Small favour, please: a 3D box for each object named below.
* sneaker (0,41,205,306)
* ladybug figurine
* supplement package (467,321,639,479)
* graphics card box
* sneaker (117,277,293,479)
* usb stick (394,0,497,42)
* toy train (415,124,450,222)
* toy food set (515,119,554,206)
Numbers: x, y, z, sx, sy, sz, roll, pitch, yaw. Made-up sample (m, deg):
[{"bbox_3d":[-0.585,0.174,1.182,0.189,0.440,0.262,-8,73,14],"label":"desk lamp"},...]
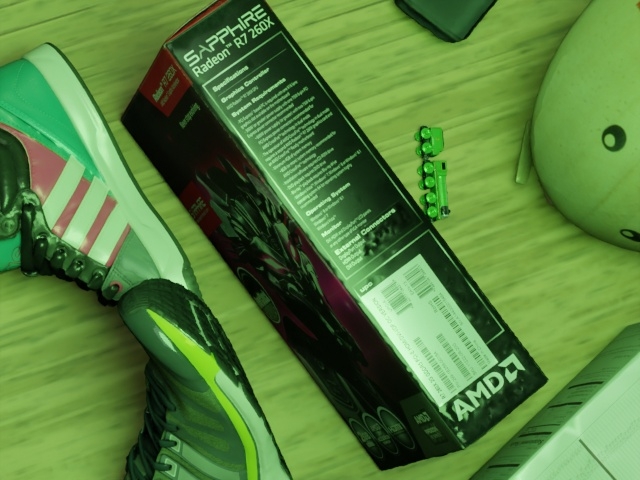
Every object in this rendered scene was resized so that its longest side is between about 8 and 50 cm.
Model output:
[{"bbox_3d":[-0.216,0.008,1.535,0.178,0.124,0.295,-28,81,-18],"label":"sneaker"},{"bbox_3d":[0.391,-0.131,1.598,0.449,0.162,0.305,-27,124,-7],"label":"ladybug figurine"},{"bbox_3d":[0.228,0.189,1.588,0.244,0.134,0.139,-41,91,-14],"label":"supplement package"},{"bbox_3d":[0.000,0.000,1.524,0.094,0.233,0.371,-38,91,-18],"label":"graphics card box"},{"bbox_3d":[-0.097,0.156,1.487,0.121,0.111,0.300,-25,127,-4],"label":"sneaker"},{"bbox_3d":[0.168,-0.284,1.633,0.077,0.045,0.278,39,106,-2],"label":"usb stick"},{"bbox_3d":[0.095,-0.056,1.661,0.024,0.017,0.083,-2,82,-22],"label":"toy train"},{"bbox_3d":[0.222,-0.059,1.686,0.122,0.019,0.078,15,79,-16],"label":"toy food set"}]
